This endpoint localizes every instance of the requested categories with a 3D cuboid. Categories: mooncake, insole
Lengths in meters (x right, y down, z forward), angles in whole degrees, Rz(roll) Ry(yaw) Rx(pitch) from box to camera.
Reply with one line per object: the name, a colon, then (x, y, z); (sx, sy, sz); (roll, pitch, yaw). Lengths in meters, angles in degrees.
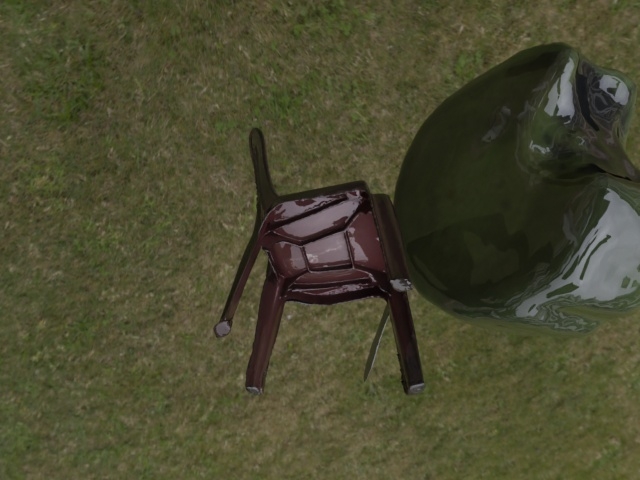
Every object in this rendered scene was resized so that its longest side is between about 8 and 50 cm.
mooncake: (0.254, -0.047, 0.684); (0.187, 0.351, 0.351); (14, 115, -32)
insole: (0.116, 0.206, 1.126); (0.004, 0.064, 0.188); (15, 109, -4)

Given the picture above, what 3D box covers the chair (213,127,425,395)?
chair: (0.000, 0.000, 0.626); (0.183, 0.326, 0.176); (-9, 132, 7)
